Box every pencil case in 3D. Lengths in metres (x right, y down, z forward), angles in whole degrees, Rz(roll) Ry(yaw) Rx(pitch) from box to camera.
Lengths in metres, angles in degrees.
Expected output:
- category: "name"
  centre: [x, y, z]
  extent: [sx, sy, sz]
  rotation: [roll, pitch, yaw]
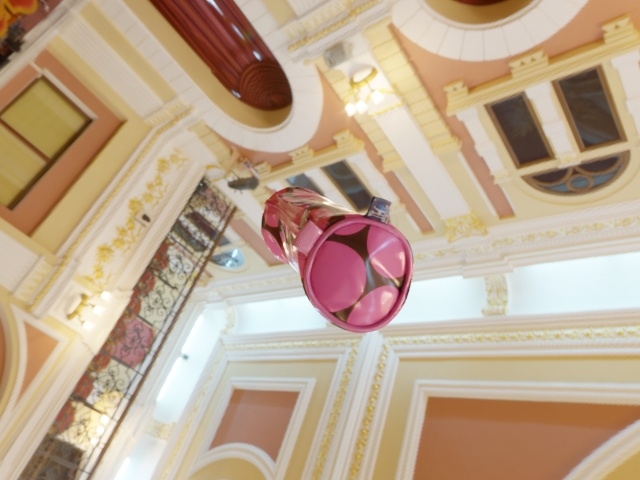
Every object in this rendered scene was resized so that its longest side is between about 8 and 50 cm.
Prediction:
- category: "pencil case"
  centre: [0.000, 0.000, 0.433]
  extent: [0.095, 0.098, 0.209]
  rotation: [-65, -161, 2]
